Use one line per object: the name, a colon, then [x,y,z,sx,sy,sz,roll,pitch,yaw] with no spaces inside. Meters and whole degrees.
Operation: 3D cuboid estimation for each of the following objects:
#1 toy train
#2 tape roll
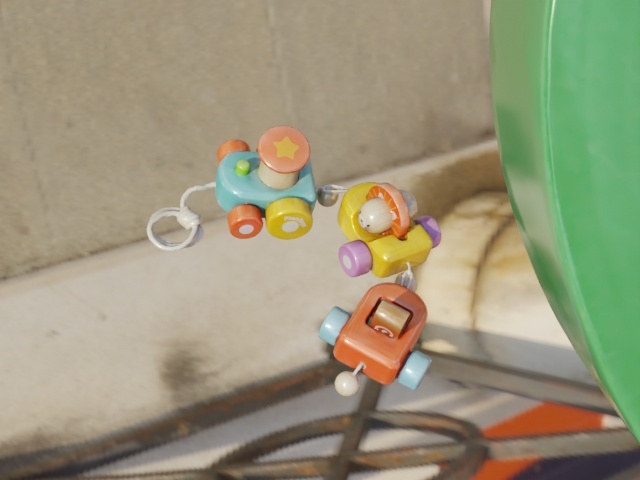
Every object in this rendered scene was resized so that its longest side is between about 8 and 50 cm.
toy train: [0.000,0.000,0.792,0.166,0.046,0.125,32,49,11]
tape roll: [0.205,-0.049,0.373,0.321,0.077,0.321,-1,104,-3]
